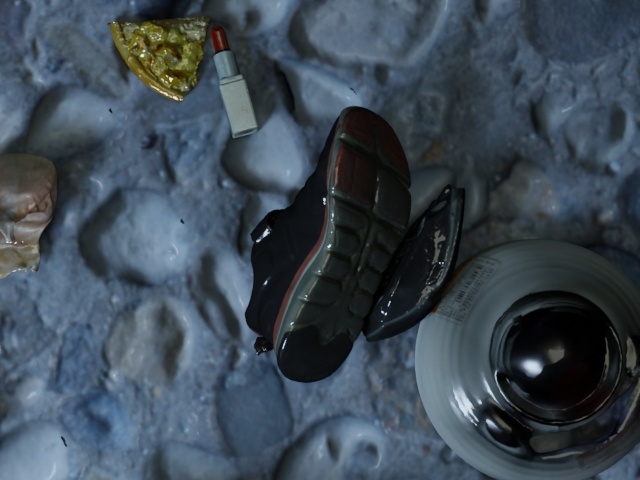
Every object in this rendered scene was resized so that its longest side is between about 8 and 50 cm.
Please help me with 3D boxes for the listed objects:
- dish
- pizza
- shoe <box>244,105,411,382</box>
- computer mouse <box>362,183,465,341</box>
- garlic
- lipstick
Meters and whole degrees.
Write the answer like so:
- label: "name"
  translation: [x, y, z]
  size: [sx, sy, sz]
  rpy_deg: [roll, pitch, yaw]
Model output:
- label: "dish"
  translation: [0.243, 0.126, 1.501]
  size: [0.273, 0.134, 0.273]
  rpy_deg: [0, 83, -4]
- label: "pizza"
  translation: [-0.167, -0.221, 1.576]
  size: [0.108, 0.026, 0.123]
  rpy_deg: [-43, 86, -11]
- label: "shoe"
  translation: [0.000, 0.000, 1.502]
  size: [0.114, 0.137, 0.291]
  rpy_deg: [20, 91, -38]
- label: "computer mouse"
  translation: [0.109, 0.032, 1.518]
  size: [0.062, 0.106, 0.192]
  rpy_deg: [34, 83, -6]
- label: "garlic"
  translation: [-0.356, -0.027, 1.501]
  size: [0.174, 0.099, 0.124]
  rpy_deg: [-15, 68, -6]
- label: "lipstick"
  translation: [-0.100, -0.180, 1.572]
  size: [0.030, 0.030, 0.129]
  rpy_deg: [-16, 83, -6]
